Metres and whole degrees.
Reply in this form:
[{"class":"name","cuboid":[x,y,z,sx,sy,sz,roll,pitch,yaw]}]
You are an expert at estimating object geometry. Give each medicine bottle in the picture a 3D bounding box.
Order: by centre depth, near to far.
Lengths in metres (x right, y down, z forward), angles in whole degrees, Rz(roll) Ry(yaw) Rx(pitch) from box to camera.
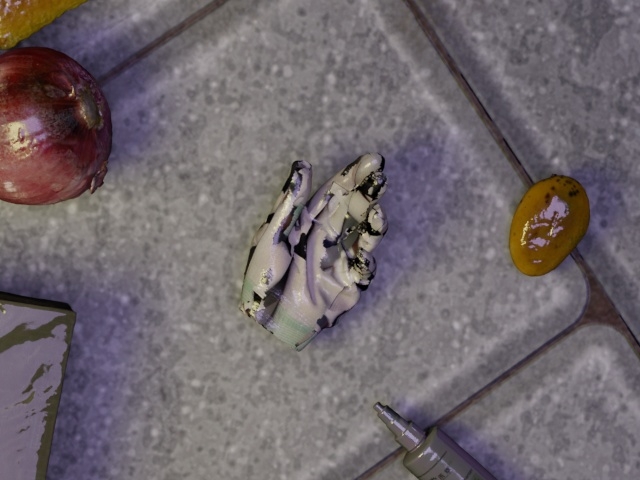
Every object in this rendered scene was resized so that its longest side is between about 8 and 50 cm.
[{"class":"medicine bottle","cuboid":[0.130,0.237,1.988,0.199,0.057,0.057,43,86,-8]}]

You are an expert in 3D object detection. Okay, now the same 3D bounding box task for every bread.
[{"class":"bread","cuboid":[-0.280,-0.282,1.886,0.172,0.103,0.132,-33,98,-7]}]

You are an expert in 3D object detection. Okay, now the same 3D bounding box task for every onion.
[{"class":"onion","cuboid":[-0.305,-0.106,1.873,0.194,0.159,0.160,-13,94,21]}]

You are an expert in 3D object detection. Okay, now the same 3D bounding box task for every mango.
[{"class":"mango","cuboid":[0.241,-0.015,1.999,0.079,0.057,0.114,22,97,-13]}]

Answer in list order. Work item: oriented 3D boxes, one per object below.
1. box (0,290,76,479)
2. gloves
[{"class":"box","cuboid":[-0.338,0.165,1.870,0.148,0.155,0.231,11,89,-11]},{"class":"gloves","cuboid":[0.003,0.003,1.940,0.127,0.111,0.212,36,89,16]}]
